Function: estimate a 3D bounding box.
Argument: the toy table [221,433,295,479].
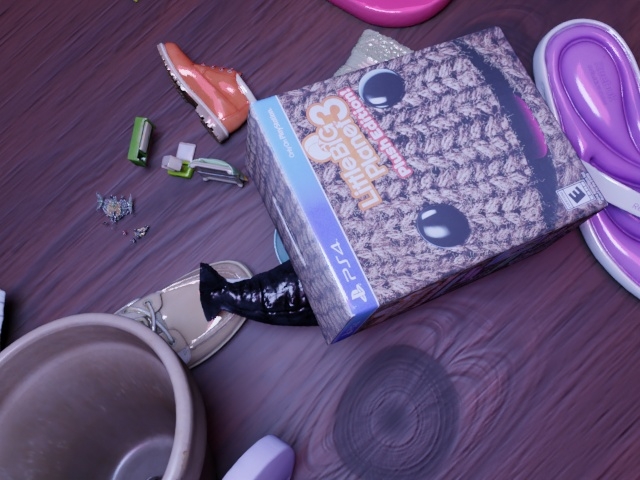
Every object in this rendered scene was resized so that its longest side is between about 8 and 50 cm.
[{"bbox_3d":[-0.055,0.368,0.668,0.161,0.252,0.274,27,103,24],"label":"toy table"}]

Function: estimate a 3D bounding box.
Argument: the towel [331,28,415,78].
[{"bbox_3d":[0.097,-0.212,0.845,0.148,0.027,0.110,32,83,9],"label":"towel"}]

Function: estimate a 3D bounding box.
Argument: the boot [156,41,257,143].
[{"bbox_3d":[-0.152,-0.216,0.852,0.085,0.059,0.158,-39,88,-6],"label":"boot"}]

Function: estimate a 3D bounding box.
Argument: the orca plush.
[{"bbox_3d":[0.005,0.043,0.735,0.287,0.102,0.151,4,96,-15],"label":"orca plush"}]

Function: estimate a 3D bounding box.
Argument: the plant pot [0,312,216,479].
[{"bbox_3d":[-0.217,0.243,0.663,0.263,0.229,0.263,-7,55,11],"label":"plant pot"}]

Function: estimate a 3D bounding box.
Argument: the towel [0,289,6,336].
[{"bbox_3d":[-0.509,0.182,0.718,0.121,0.235,0.283,1,82,34],"label":"towel"}]

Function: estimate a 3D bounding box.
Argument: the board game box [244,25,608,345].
[{"bbox_3d":[0.098,-0.060,0.671,0.291,0.141,0.232,-22,75,-15],"label":"board game box"}]

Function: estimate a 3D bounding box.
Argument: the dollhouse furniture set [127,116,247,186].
[{"bbox_3d":[-0.169,-0.116,0.823,0.152,0.076,0.058,10,82,7],"label":"dollhouse furniture set"}]

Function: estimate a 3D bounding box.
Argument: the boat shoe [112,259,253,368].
[{"bbox_3d":[-0.214,0.123,0.775,0.302,0.098,0.109,-31,80,-1],"label":"boat shoe"}]

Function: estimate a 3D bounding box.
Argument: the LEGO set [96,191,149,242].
[{"bbox_3d":[-0.268,-0.034,0.848,0.054,0.023,0.083,-28,93,1],"label":"LEGO set"}]

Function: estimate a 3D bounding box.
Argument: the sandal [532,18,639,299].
[{"bbox_3d":[0.382,-0.090,0.765,0.169,0.102,0.416,-27,80,0],"label":"sandal"}]

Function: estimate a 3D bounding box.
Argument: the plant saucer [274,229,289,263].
[{"bbox_3d":[0.000,0.000,0.819,0.120,0.021,0.119,-1,80,4],"label":"plant saucer"}]

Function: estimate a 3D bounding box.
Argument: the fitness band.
[{"bbox_3d":[0.068,-0.420,0.872,0.291,0.054,0.209,34,87,10],"label":"fitness band"}]
